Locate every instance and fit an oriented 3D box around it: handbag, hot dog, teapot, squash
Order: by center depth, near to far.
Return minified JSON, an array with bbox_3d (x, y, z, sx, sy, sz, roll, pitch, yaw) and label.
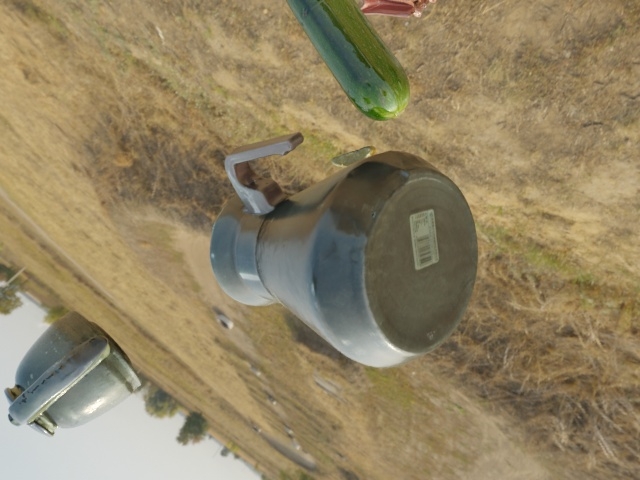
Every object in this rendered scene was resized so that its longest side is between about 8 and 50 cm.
[{"bbox_3d":[-0.247,0.145,0.457,0.149,0.108,0.111,5,132,46],"label":"teapot"},{"bbox_3d":[0.020,-0.225,0.488,0.229,0.066,0.066,59,154,6],"label":"squash"},{"bbox_3d":[0.000,0.000,0.621,0.344,0.253,0.300,2,126,49],"label":"teapot"},{"bbox_3d":[0.064,-0.149,0.848,0.090,0.030,0.034,-13,93,34],"label":"hot dog"},{"bbox_3d":[0.188,-0.584,1.086,0.157,0.212,0.059,19,135,23],"label":"handbag"}]
